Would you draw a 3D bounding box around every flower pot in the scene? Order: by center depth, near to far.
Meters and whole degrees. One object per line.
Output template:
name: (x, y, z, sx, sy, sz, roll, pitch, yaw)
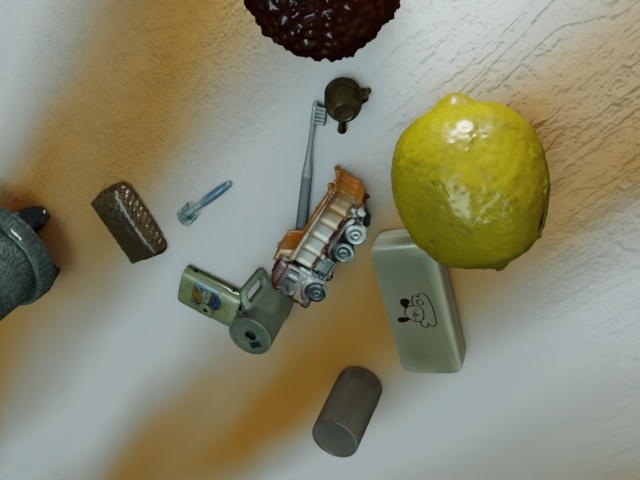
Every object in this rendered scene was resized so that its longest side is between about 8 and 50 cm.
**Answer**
flower pot: (-0.799, 0.044, 1.474, 0.299, 0.283, 0.299, 13, 124, 20)

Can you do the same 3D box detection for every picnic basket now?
picnic basket: (-0.442, -0.035, 1.415, 0.110, 0.055, 0.193, -18, 113, 30)

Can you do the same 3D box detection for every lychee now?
lychee: (0.006, -0.412, 0.890, 0.264, 0.300, 0.264, 14, 167, 3)

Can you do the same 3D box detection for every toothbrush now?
toothbrush: (-0.025, -0.111, 1.214, 0.030, 0.025, 0.342, 15, 123, 7)

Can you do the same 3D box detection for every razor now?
razor: (-0.241, -0.085, 1.307, 0.135, 0.068, 0.040, -32, 106, 22)

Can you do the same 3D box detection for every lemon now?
lemon: (0.239, -0.082, 0.983, 0.253, 0.253, 0.310, -9, 114, 27)

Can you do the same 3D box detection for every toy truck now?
toy truck: (0.000, 0.000, 1.200, 0.135, 0.114, 0.270, 30, 118, -5)

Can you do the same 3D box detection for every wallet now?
wallet: (-0.261, 0.135, 1.450, 0.155, 0.039, 0.110, 25, 124, 8)

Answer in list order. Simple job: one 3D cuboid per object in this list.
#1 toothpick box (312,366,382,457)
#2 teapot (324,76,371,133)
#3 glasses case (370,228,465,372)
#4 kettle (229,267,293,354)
toothpick box: (0.062, 0.381, 1.379, 0.111, 0.180, 0.111, 11, 122, 18)
teapot: (0.049, -0.230, 1.089, 0.085, 0.080, 0.110, -2, 135, 0)
glasses case: (0.201, 0.126, 1.234, 0.131, 0.070, 0.313, -5, 117, 25)
kettle: (-0.135, 0.158, 1.345, 0.127, 0.148, 0.098, 36, 128, -3)
